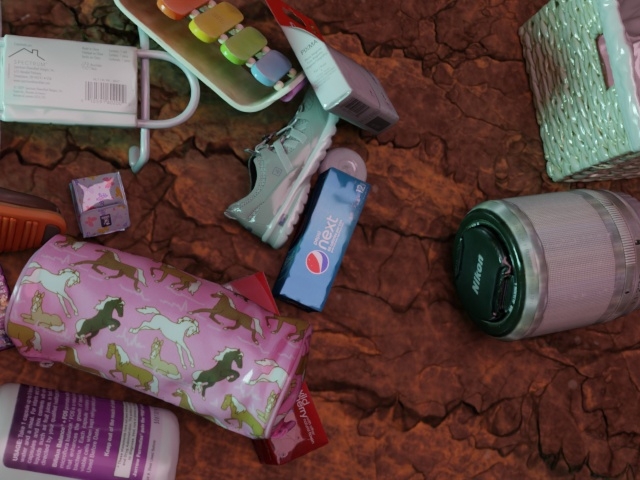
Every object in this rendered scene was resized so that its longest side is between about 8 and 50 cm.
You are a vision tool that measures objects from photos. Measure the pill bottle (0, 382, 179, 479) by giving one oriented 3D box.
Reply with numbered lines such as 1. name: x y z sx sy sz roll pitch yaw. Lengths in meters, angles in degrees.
1. pill bottle: -0.343 0.271 1.135 0.302 0.169 0.169 14 74 -18

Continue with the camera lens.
1. camera lens: 0.363 0.034 1.423 0.274 0.219 0.219 -8 81 -22

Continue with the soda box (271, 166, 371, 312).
1. soda box: 0.000 0.000 1.365 0.071 0.067 0.210 25 77 -13

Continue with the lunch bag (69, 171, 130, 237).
1. lunch bag: -0.311 -0.050 1.281 0.071 0.053 0.083 -12 92 -21

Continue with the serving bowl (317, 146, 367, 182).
1. serving bowl: 0.038 -0.111 1.437 0.083 0.027 0.083 4 78 -20

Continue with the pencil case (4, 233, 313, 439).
1. pencil case: -0.200 0.127 1.169 0.386 0.167 0.160 18 46 5

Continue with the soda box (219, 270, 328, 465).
1. soda box: -0.083 0.183 1.292 0.083 0.092 0.263 -20 86 -24

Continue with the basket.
1. basket: 0.562 -0.285 1.541 0.331 0.266 0.328 -6 81 -21

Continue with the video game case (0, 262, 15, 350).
1. video game case: -0.529 0.073 1.177 0.232 0.042 0.210 -19 85 -23

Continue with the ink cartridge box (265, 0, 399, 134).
1. ink cartridge box: 0.017 -0.280 1.363 0.189 0.066 0.232 11 53 -63

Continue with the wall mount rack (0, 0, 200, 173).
1. wall mount rack: -0.355 -0.253 1.274 0.350 0.130 0.304 2 81 -21

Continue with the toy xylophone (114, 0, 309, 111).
1. toy xylophone: -0.158 -0.315 1.314 0.323 0.081 0.236 36 28 -13

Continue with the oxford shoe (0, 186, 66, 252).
1. oxford shoe: -0.499 -0.077 1.137 0.364 0.130 0.132 13 57 -21

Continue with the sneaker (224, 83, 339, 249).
1. sneaker: -0.054 -0.133 1.367 0.115 0.105 0.281 24 68 -7
